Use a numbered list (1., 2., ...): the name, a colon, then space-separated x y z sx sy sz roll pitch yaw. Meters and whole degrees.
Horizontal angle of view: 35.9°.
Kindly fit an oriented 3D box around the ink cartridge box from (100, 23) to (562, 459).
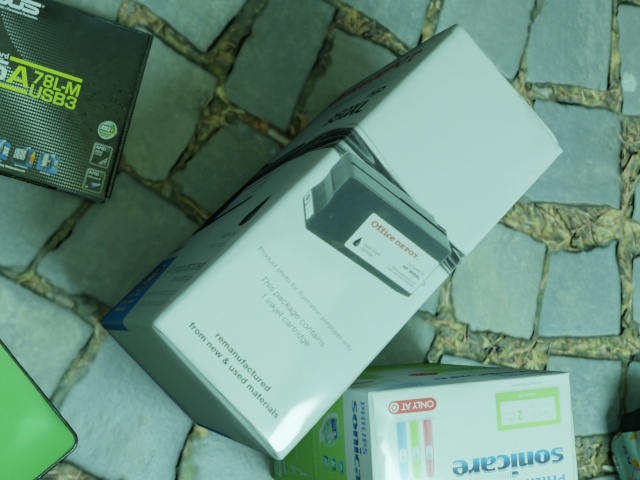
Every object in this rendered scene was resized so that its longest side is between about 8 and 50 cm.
1. ink cartridge box: 0.000 0.000 0.968 0.395 0.285 0.166 -45 101 -18

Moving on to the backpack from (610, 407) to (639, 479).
1. backpack: 0.453 0.289 1.192 0.166 0.144 0.188 -3 64 -23

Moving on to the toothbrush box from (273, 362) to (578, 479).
1. toothbrush box: 0.088 0.191 0.990 0.206 0.283 0.122 -2 87 -20

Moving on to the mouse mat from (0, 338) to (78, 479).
1. mouse mat: -0.352 0.176 0.970 0.152 0.007 0.189 -39 99 -19

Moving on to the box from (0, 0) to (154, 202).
1. box: -0.284 -0.150 0.998 0.191 0.045 0.184 17 84 -19
